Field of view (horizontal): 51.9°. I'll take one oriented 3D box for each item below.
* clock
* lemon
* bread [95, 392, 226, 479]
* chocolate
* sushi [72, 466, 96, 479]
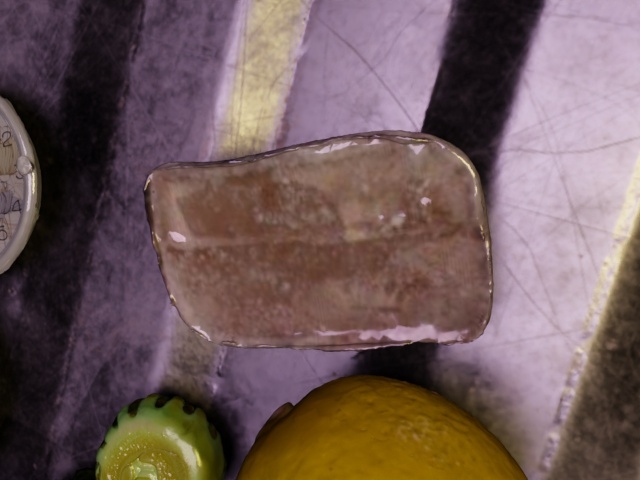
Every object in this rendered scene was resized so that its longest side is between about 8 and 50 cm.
[{"bbox_3d":[-0.402,-0.068,0.753,0.237,0.053,0.236,2,95,22],"label":"clock"},{"bbox_3d":[0.034,0.219,0.519,0.219,0.240,0.240,40,106,16],"label":"lemon"},{"bbox_3d":[-0.162,0.225,0.676,0.130,0.071,0.139,42,104,10],"label":"bread"},{"bbox_3d":[0.000,0.000,0.588,0.303,0.100,0.185,-3,103,23],"label":"chocolate"},{"bbox_3d":[-0.287,0.451,0.681,0.294,0.178,0.351,-30,87,22],"label":"sushi"}]
